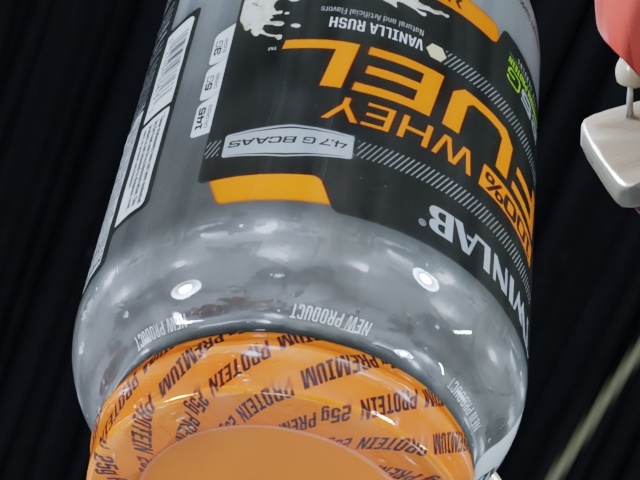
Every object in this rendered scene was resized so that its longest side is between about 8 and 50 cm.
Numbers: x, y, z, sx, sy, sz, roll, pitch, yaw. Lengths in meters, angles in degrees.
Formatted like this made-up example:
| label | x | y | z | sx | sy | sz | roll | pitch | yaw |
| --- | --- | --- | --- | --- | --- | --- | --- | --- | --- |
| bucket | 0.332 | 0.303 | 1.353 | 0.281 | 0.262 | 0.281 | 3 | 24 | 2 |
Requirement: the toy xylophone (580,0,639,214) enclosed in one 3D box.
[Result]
| label | x | y | z | sx | sy | sz | roll | pitch | yaw |
| --- | --- | --- | --- | --- | --- | --- | --- | --- | --- |
| toy xylophone | 0.132 | -0.173 | 0.614 | 0.081 | 0.323 | 0.236 | -2 | 8 | 1 |

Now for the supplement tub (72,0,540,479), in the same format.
| label | x | y | z | sx | sy | sz | roll | pitch | yaw |
| --- | --- | --- | --- | --- | --- | --- | --- | --- | --- |
| supplement tub | 0.000 | 0.000 | 0.488 | 0.117 | 0.117 | 0.190 | 18 | 44 | -10 |

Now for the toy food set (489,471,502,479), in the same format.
| label | x | y | z | sx | sy | sz | roll | pitch | yaw |
| --- | --- | --- | --- | --- | --- | --- | --- | --- | --- |
| toy food set | -0.002 | 0.206 | 1.067 | 0.306 | 0.092 | 0.220 | -31 | 83 | -38 |
